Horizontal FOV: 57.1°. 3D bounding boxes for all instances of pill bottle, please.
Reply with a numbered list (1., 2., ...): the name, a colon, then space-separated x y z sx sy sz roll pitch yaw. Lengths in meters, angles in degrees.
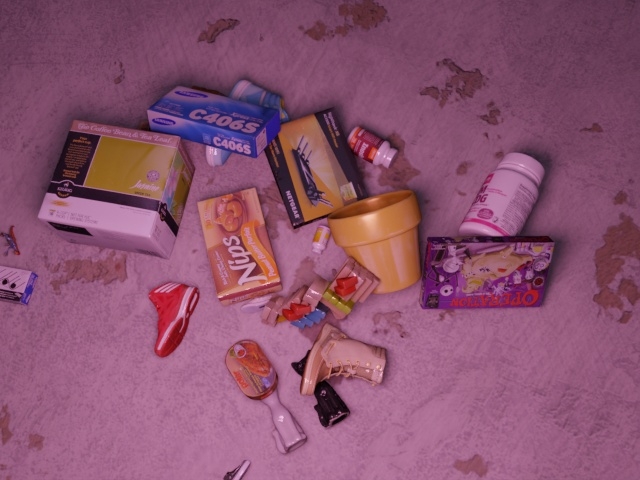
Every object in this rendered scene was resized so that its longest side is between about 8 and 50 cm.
1. pill bottle: 0.161 -0.287 1.833 0.152 0.086 0.086 30 74 12
2. pill bottle: 0.535 -0.106 1.719 0.160 0.160 0.283 29 73 11
3. pill bottle: 0.000 0.000 1.758 0.044 0.043 0.083 17 72 8

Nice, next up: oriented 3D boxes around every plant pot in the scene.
1. plant pot: 0.173 0.009 1.639 0.254 0.254 0.238 -20 102 -5

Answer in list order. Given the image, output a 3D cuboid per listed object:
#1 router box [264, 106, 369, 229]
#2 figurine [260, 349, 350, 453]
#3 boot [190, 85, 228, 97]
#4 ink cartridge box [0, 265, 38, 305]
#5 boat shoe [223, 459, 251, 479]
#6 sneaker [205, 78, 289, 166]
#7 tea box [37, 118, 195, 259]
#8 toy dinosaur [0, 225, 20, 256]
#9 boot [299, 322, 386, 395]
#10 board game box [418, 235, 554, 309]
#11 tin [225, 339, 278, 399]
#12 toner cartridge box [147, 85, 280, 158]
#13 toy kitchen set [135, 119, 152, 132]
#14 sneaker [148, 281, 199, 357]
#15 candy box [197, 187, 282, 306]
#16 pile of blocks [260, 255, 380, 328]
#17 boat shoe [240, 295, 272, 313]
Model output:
1. router box: -0.021 -0.218 1.783 0.243 0.081 0.308 -21 84 -6
2. figurine: -0.063 0.431 1.592 0.215 0.092 0.209 -29 64 -8
3. boot: -0.388 -0.411 1.904 0.153 0.073 0.197 23 61 8
4. ink cartridge box: -0.956 0.125 1.740 0.207 0.046 0.097 10 70 5
5. boat shoe: -0.238 0.630 1.538 0.040 0.049 0.142 35 77 13
6. sneaker: -0.217 -0.351 1.847 0.208 0.127 0.318 19 73 10
7. tea box: -0.584 -0.147 1.734 0.329 0.220 0.323 11 72 5
8. toy dinosaur: -0.935 0.006 1.787 0.082 0.047 0.090 38 64 -5
9. boot: 0.065 0.339 1.557 0.204 0.095 0.262 22 28 6
10. board game box: 0.455 0.090 1.622 0.347 0.208 0.056 -1 29 -7
11. tin: -0.189 0.353 1.609 0.106 0.040 0.189 -31 49 -13
12. toner cartridge box: -0.307 -0.349 1.710 0.348 0.075 0.165 16 43 15
13. toy kitchen set: -0.544 -0.332 1.883 0.075 0.083 0.068 47 36 15
14. sneaker: -0.446 0.219 1.684 0.128 0.087 0.221 15 59 16
15. candy box: -0.238 0.015 1.728 0.183 0.087 0.316 -15 67 -4
16. pile of blocks: -0.014 0.181 1.588 0.362 0.112 0.148 -27 102 25
17. boat shoe: -0.183 0.182 1.707 0.100 0.035 0.035 -17 44 0
